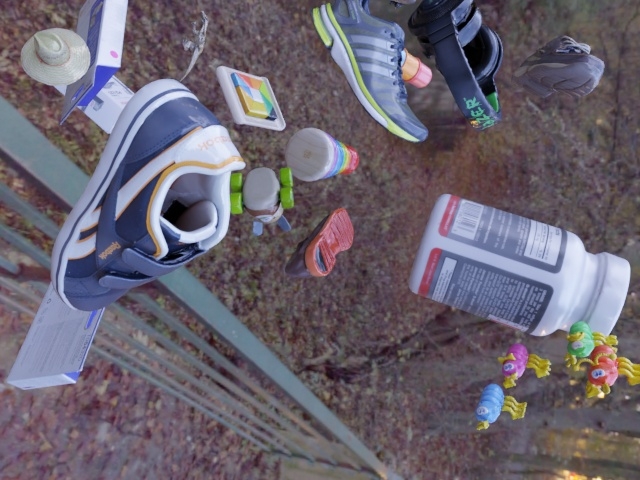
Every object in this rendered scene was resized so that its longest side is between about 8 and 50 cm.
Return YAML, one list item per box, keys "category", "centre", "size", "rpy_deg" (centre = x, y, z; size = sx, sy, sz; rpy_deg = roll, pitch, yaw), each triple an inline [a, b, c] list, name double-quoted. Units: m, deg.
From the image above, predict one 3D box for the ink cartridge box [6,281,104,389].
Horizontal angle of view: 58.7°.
- category: "ink cartridge box"
  centre: [-0.664, 0.226, 1.528]
  size: [0.071, 0.330, 0.324]
  rpy_deg: [46, 43, -42]

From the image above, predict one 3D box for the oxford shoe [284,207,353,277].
- category: "oxford shoe"
  centre: [0.000, 0.000, 1.321]
  size: [0.097, 0.098, 0.271]
  rpy_deg: [67, 31, -15]

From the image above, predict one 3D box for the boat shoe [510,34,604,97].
- category: "boat shoe"
  centre: [0.580, -0.436, 1.388]
  size: [0.130, 0.132, 0.355]
  rpy_deg: [-62, -169, 10]

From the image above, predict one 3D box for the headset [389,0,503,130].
- category: "headset"
  centre: [0.246, -0.392, 1.132]
  size: [0.243, 0.185, 0.394]
  rpy_deg: [26, 50, -52]

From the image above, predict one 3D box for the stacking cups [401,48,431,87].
- category: "stacking cups"
  centre: [0.193, -0.516, 1.570]
  size: [0.316, 0.096, 0.096]
  rpy_deg: [13, 80, -39]

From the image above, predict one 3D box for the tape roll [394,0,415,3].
- category: "tape roll"
  centre: [0.100, -0.565, 1.036]
  size: [0.169, 0.246, 0.246]
  rpy_deg: [-64, 161, 15]

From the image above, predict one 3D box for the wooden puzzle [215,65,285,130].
- category: "wooden puzzle"
  centre: [-0.233, -0.492, 1.967]
  size: [0.238, 0.044, 0.221]
  rpy_deg: [-7, 72, -52]

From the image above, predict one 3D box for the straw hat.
- category: "straw hat"
  centre: [-0.547, -0.391, 1.156]
  size: [0.061, 0.144, 0.145]
  rpy_deg: [108, -7, -73]

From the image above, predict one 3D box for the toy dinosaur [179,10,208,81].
- category: "toy dinosaur"
  centre: [-0.306, -0.481, 1.410]
  size: [0.092, 0.053, 0.183]
  rpy_deg: [-85, -165, -86]

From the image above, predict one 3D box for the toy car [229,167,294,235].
- category: "toy car"
  centre: [-0.140, -0.078, 1.463]
  size: [0.188, 0.155, 0.149]
  rpy_deg: [83, 2, -47]

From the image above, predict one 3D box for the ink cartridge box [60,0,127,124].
- category: "ink cartridge box"
  centre: [-0.534, -0.454, 1.352]
  size: [0.069, 0.175, 0.371]
  rpy_deg: [23, 53, -39]

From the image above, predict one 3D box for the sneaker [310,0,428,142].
- category: "sneaker"
  centre: [0.103, -0.302, 0.974]
  size: [0.300, 0.121, 0.111]
  rpy_deg: [56, 20, -1]

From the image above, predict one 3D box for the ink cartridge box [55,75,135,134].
- category: "ink cartridge box"
  centre: [-0.610, -0.404, 1.581]
  size: [0.218, 0.092, 0.158]
  rpy_deg: [43, 18, -4]

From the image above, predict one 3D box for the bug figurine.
- category: "bug figurine"
  centre: [0.373, 0.214, 0.939]
  size: [0.072, 0.279, 0.216]
  rpy_deg: [57, 30, -3]

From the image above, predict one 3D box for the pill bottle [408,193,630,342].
- category: "pill bottle"
  centre: [0.371, 0.059, 1.095]
  size: [0.210, 0.362, 0.210]
  rpy_deg: [20, 90, -78]

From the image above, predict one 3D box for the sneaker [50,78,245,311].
- category: "sneaker"
  centre: [-0.195, -0.007, 0.626]
  size: [0.126, 0.127, 0.321]
  rpy_deg: [-27, 157, -55]

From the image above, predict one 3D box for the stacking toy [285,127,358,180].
- category: "stacking toy"
  centre: [0.031, -0.237, 1.633]
  size: [0.330, 0.141, 0.141]
  rpy_deg: [-10, 102, -66]
